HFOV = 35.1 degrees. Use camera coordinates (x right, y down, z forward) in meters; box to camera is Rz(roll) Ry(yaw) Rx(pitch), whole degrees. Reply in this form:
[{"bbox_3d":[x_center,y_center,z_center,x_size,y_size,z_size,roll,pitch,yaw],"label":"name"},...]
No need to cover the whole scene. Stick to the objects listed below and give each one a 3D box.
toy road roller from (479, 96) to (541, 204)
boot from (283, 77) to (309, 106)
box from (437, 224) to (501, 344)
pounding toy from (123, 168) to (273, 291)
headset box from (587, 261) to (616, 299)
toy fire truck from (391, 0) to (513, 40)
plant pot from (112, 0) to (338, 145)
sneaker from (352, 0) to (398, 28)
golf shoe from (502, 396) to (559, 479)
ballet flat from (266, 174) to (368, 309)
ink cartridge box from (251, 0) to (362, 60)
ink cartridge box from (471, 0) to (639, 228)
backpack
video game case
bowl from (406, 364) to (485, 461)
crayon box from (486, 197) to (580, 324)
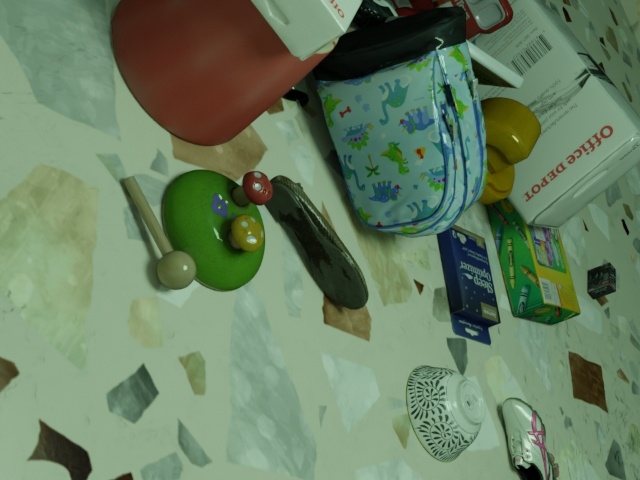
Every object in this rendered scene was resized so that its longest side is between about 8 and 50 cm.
[{"bbox_3d":[0.270,-0.221,1.950,0.329,0.240,0.202,56,35,-13],"label":"toy road roller"},{"bbox_3d":[-0.082,-0.315,1.694,0.198,0.077,0.137,15,63,-47],"label":"boot"},{"bbox_3d":[0.291,0.084,1.974,0.136,0.036,0.225,21,55,-46],"label":"box"},{"bbox_3d":[-0.135,-0.030,1.408,0.237,0.110,0.183,-7,75,-55],"label":"pounding toy"},{"bbox_3d":[0.683,0.101,2.460,0.032,0.062,0.083,45,40,-26],"label":"headset box"},{"bbox_3d":[0.230,-0.531,2.077,0.169,0.254,0.302,-31,95,-56],"label":"toy fire truck"},{"bbox_3d":[-0.122,-0.308,1.480,0.275,0.243,0.275,31,46,-39],"label":"plant pot"},{"bbox_3d":[0.065,-0.442,1.968,0.217,0.079,0.121,44,42,-16],"label":"sneaker"},{"bbox_3d":[0.385,0.383,1.883,0.086,0.067,0.186,-23,89,-54],"label":"golf shoe"},{"bbox_3d":[0.000,0.000,1.603,0.250,0.084,0.058,53,37,-8],"label":"ballet flat"},{"bbox_3d":[-0.013,-0.361,1.365,0.148,0.086,0.203,49,37,-22],"label":"ink cartridge box"},{"bbox_3d":[0.457,-0.261,2.095,0.166,0.285,0.395,6,48,-54],"label":"ink cartridge box"},{"bbox_3d":[0.148,-0.183,1.754,0.356,0.290,0.273,69,28,-25],"label":"backpack"},{"bbox_3d":[0.248,-0.357,1.913,0.227,0.026,0.206,29,1,-21],"label":"video game case"},{"bbox_3d":[0.228,0.285,1.725,0.170,0.080,0.170,30,48,-40],"label":"bowl"},{"bbox_3d":[0.458,0.032,2.185,0.165,0.081,0.278,16,57,-48],"label":"crayon box"}]
